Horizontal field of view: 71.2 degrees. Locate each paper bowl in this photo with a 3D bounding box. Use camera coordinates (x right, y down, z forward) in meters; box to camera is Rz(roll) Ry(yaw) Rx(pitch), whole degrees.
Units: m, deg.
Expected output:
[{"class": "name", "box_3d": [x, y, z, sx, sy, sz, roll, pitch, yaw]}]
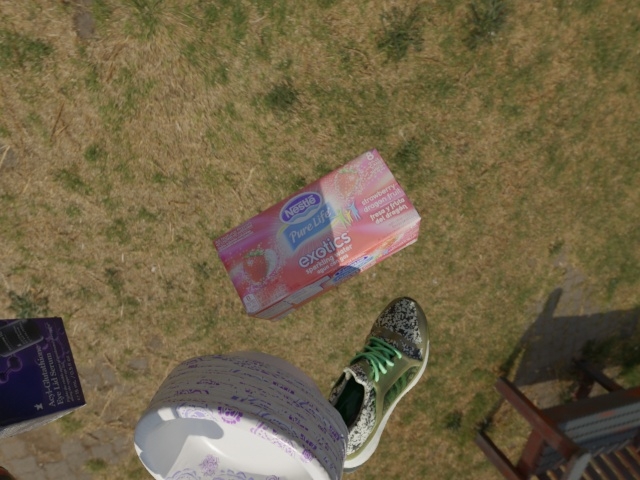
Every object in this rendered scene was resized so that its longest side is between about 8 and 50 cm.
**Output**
[{"class": "paper bowl", "box_3d": [-0.102, 0.273, 0.642, 0.285, 0.148, 0.284, 9, 126, 12]}]

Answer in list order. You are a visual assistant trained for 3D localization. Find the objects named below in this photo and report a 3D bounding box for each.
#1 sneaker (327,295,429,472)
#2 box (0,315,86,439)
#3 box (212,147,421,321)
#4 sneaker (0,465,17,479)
[{"class": "sneaker", "box_3d": [0.116, 0.288, 0.965, 0.410, 0.158, 0.182, -59, 150, -21]}, {"class": "box", "box_3d": [-0.463, 0.198, 0.623, 0.108, 0.153, 0.207, -27, 167, 11]}, {"class": "box", "box_3d": [0.000, 0.000, 0.744, 0.300, 0.142, 0.154, -30, 165, 2]}, {"class": "sneaker", "box_3d": [-0.543, 0.533, 0.810, 0.135, 0.098, 0.275, -15, 96, 26]}]
